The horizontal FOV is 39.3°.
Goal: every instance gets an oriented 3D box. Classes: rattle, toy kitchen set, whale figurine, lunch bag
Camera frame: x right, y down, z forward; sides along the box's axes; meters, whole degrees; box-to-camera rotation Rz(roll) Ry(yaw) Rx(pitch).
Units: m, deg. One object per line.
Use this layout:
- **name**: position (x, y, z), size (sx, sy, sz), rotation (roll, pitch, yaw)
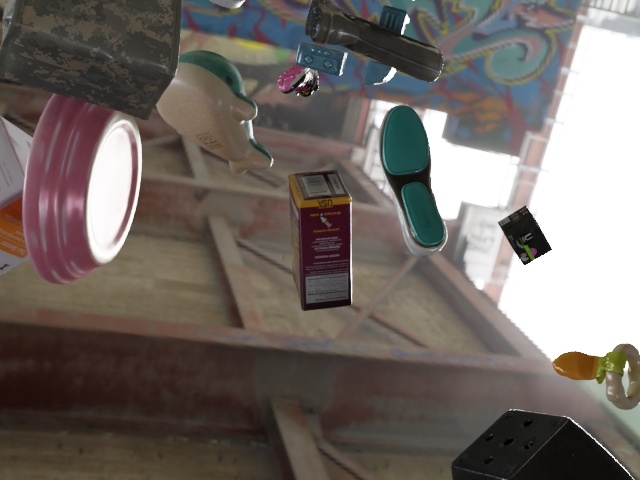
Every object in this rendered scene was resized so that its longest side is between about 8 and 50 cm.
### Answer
- **rattle**: position (0.565, 0.264, 1.724), size (0.143, 0.130, 0.200), rotation (-25, 161, 38)
- **toy kitchen set**: position (0.059, -0.375, 1.501), size (0.166, 0.207, 0.122), rotation (17, -167, 10)
- **whale figurine**: position (-0.191, -0.249, 1.722), size (0.216, 0.141, 0.272), rotation (-8, 135, 43)
- **lunch bag**: position (-0.329, -0.354, 1.305), size (0.235, 0.287, 0.169), rotation (14, 153, -24)

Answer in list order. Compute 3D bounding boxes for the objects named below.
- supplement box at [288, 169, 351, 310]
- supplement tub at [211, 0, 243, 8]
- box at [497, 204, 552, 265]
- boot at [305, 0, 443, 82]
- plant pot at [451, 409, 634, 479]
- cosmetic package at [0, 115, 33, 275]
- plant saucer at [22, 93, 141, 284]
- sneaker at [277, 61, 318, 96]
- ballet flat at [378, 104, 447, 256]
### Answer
- **supplement box**: position (0.000, 0.000, 1.371), size (0.081, 0.188, 0.104), rotation (-6, -152, -8)
- **supplement tub**: position (-0.184, -0.690, 2.041), size (0.191, 0.272, 0.191), rotation (28, -148, -19)
- **box**: position (0.369, -0.008, 1.614), size (0.083, 0.062, 0.052), rotation (52, -169, -33)
- **boot**: position (0.085, -0.329, 1.443), size (0.208, 0.076, 0.189), rotation (10, -148, -13)
- **plant pot**: position (0.283, 0.331, 1.178), size (0.188, 0.167, 0.187), rotation (-36, -168, -25)
- **cosmetic package**: position (-0.680, -0.013, 1.607), size (0.161, 0.453, 0.230), rotation (62, -175, 19)
- **plant saucer**: position (-0.363, -0.091, 1.420), size (0.084, 0.332, 0.332), rotation (9, -164, 5)
- **sneaker**: position (-0.041, -0.347, 1.971), size (0.063, 0.075, 0.170), rotation (-12, -157, 22)
- **ballet flat**: position (0.218, -0.140, 2.236), size (0.139, 0.400, 0.139), rotation (-10, 160, -4)
